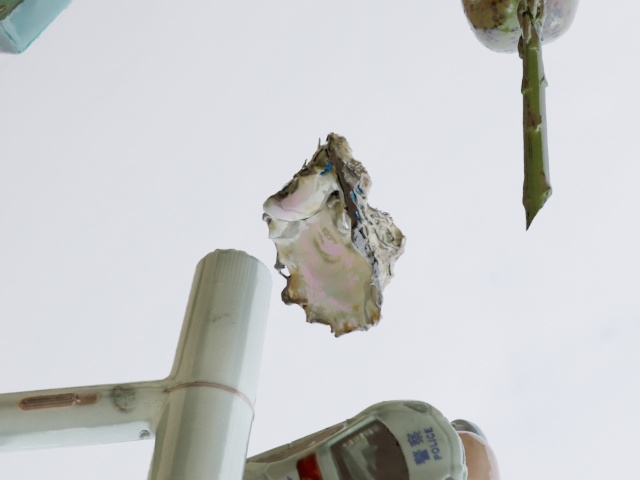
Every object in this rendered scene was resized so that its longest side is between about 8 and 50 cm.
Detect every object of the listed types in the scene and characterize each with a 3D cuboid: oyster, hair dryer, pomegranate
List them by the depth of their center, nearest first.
[{"bbox_3d":[-0.120,0.065,0.447,0.155,0.183,0.044,-82,176,-46],"label":"hair dryer"},{"bbox_3d":[0.006,-0.003,1.150,0.198,0.260,0.092,23,-132,36],"label":"oyster"},{"bbox_3d":[0.271,-0.325,1.325,0.159,0.159,0.205,-41,169,16],"label":"pomegranate"}]

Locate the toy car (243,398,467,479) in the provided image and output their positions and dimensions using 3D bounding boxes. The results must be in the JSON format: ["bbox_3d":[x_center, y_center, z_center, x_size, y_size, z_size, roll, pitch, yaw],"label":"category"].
[{"bbox_3d":[0.004,0.177,0.695,0.205,0.056,0.095,-25,-120,12],"label":"toy car"}]

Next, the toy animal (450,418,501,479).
[{"bbox_3d":[0.166,0.361,1.240,0.210,0.221,0.229,-32,172,38],"label":"toy animal"}]

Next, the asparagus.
[{"bbox_3d":[0.187,-0.126,0.863,0.034,0.027,0.236,-113,-159,-85],"label":"asparagus"}]

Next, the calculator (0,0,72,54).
[{"bbox_3d":[-0.315,-0.290,1.018,0.274,0.058,0.248,14,-121,37],"label":"calculator"}]
